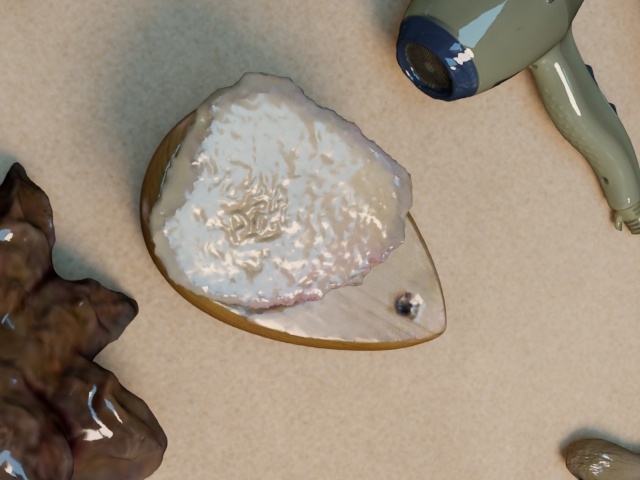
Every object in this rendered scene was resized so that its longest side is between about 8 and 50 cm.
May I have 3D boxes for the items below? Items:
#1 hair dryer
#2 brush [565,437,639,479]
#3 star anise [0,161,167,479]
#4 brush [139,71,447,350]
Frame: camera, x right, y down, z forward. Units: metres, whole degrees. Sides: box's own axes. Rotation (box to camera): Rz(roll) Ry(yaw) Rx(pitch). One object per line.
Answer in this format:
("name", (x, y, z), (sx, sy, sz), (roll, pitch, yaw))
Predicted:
("hair dryer", (0.225, -0.194, 0.890), (0.298, 0.119, 0.296), (32, 80, -30))
("brush", (0.347, 0.210, 0.953), (0.299, 0.042, 0.039), (11, 105, -16))
("star anise", (-0.232, 0.082, 0.702), (0.108, 0.315, 0.315), (-30, 102, 30))
("brush", (0.000, 0.000, 0.789), (0.267, 0.166, 0.174), (32, 84, -16))
